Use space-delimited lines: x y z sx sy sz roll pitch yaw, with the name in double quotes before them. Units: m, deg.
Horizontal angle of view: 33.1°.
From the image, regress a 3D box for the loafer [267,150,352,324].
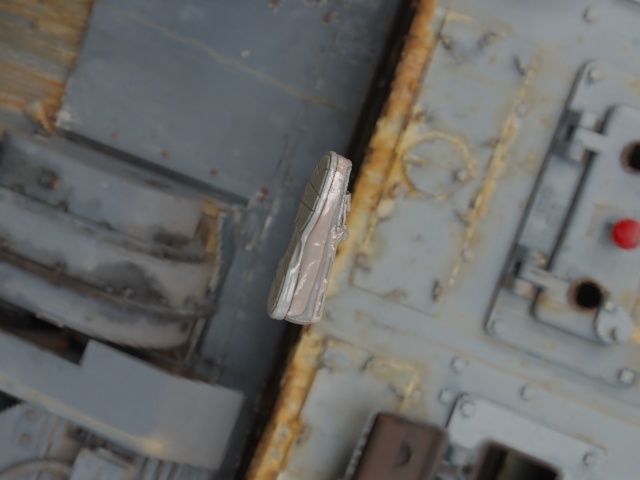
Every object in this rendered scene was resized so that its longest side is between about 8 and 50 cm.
"loafer" 0.000 0.000 0.746 0.045 0.039 0.125 -121 -130 -68
